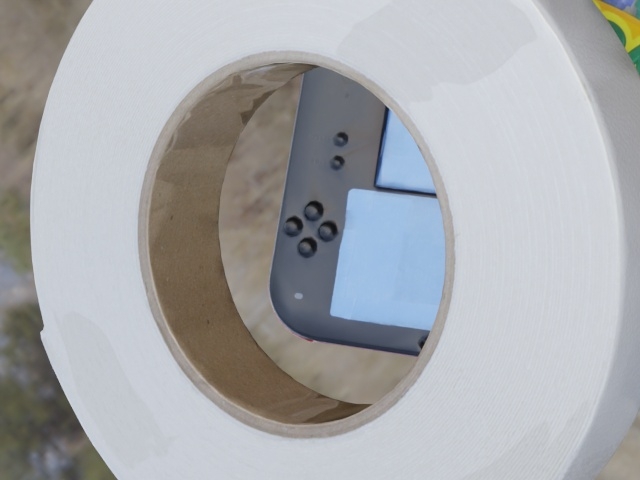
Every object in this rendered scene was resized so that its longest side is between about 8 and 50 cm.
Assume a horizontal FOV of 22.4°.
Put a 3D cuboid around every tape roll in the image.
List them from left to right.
[{"bbox_3d":[0.000,0.000,0.884,0.392,0.392,0.072,40,-155,24],"label":"tape roll"}]

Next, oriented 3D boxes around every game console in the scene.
[{"bbox_3d":[0.144,-0.039,1.766,0.387,0.341,0.060,8,179,17],"label":"game console"}]

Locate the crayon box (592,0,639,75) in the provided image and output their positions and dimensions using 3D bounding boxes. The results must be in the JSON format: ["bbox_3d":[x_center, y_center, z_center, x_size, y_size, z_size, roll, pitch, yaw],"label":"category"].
[{"bbox_3d":[0.216,-0.160,0.827,0.203,0.083,0.323,40,127,23],"label":"crayon box"}]
